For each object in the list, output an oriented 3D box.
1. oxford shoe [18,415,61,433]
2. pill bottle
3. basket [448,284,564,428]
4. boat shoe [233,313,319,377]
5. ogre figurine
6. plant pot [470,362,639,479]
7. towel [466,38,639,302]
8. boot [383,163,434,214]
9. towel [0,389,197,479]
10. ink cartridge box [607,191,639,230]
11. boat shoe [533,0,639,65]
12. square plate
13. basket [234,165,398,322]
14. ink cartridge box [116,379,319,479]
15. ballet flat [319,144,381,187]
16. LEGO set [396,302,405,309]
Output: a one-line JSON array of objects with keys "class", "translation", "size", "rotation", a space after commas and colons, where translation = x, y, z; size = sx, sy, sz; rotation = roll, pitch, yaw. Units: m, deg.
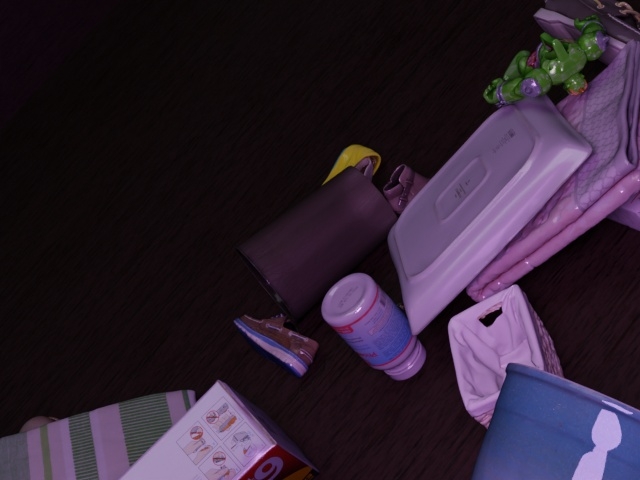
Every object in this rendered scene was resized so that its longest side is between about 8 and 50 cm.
[{"class": "oxford shoe", "translation": [-0.467, 0.403, 2.016], "size": [0.140, 0.146, 0.397], "rotation": [-39, 32, 11]}, {"class": "pill bottle", "translation": [0.079, 0.124, 1.751], "size": [0.087, 0.160, 0.087], "rotation": [-28, 35, 22]}, {"class": "basket", "translation": [0.242, 0.161, 1.592], "size": [0.113, 0.103, 0.167], "rotation": [-30, 36, 18]}, {"class": "boat shoe", "translation": [-0.065, 0.154, 1.966], "size": [0.066, 0.066, 0.183], "rotation": [-46, 43, -13]}, {"class": "ogre figurine", "translation": [0.331, -0.253, 1.790], "size": [0.197, 0.097, 0.118], "rotation": [-16, 15, -6]}, {"class": "plant pot", "translation": [0.264, 0.297, 1.289], "size": [0.272, 0.272, 0.255], "rotation": [17, 79, 53]}, {"class": "towel", "translation": [0.330, -0.102, 1.739], "size": [0.317, 0.053, 0.332], "rotation": [-41, 19, 38]}, {"class": "boot", "translation": [0.153, -0.089, 1.983], "size": [0.118, 0.087, 0.042], "rotation": [-53, 33, -16]}, {"class": "towel", "translation": [-0.331, 0.343, 1.931], "size": [0.325, 0.038, 0.248], "rotation": [-17, 34, -6]}, {"class": "ink cartridge box", "translation": [0.435, -0.071, 1.692], "size": [0.104, 0.060, 0.180], "rotation": [-48, 33, -7]}, {"class": "boat shoe", "translation": [0.439, -0.332, 1.941], "size": [0.091, 0.109, 0.305], "rotation": [-47, 29, 2]}, {"class": "square plate", "translation": [0.216, -0.062, 1.788], "size": [0.344, 0.049, 0.347], "rotation": [-48, 16, 14]}, {"class": "basket", "translation": [0.000, 0.000, 1.986], "size": [0.227, 0.154, 0.204], "rotation": [-39, -2, -7]}, {"class": "ink cartridge box", "translation": [-0.164, 0.370, 1.713], "size": [0.309, 0.272, 0.130], "rotation": [-45, 64, -3]}, {"class": "ballet flat", "translation": [0.031, -0.069, 2.107], "size": [0.077, 0.077, 0.231], "rotation": [12, 58, 35]}, {"class": "LEGO set", "translation": [0.115, 0.125, 1.846], "size": [0.083, 0.023, 0.054], "rotation": [-43, 33, -25]}]
